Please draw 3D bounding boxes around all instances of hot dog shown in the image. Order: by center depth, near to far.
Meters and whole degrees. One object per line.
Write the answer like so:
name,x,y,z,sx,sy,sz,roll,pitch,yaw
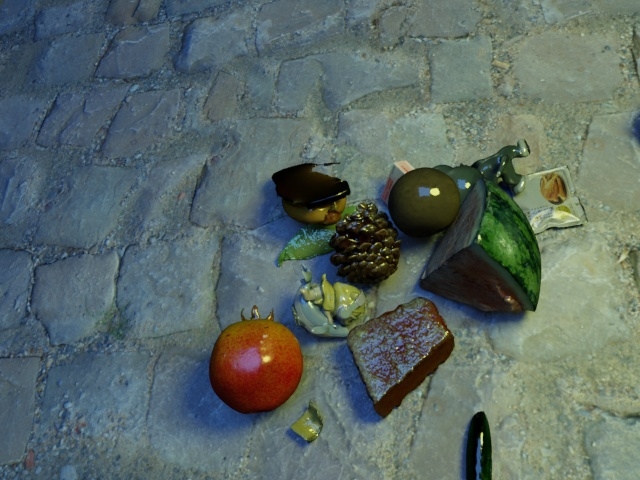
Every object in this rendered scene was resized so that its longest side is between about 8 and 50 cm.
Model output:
hot dog,-0.014,-0.116,1.377,0.194,0.107,0.326,-19,27,-1

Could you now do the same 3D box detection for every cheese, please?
cheese,-0.022,0.413,1.184,0.060,0.041,0.084,27,86,34

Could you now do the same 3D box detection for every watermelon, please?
watermelon,0.380,0.019,1.183,0.250,0.283,0.293,-45,21,-23

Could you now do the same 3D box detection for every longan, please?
longan,0.242,-0.087,1.213,0.168,0.187,0.167,5,49,-6

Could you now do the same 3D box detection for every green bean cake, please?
green bean cake,0.190,0.255,1.167,0.233,0.097,0.198,-29,58,1

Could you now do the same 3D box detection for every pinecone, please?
pinecone,0.110,0.005,1.264,0.179,0.184,0.204,3,67,-16

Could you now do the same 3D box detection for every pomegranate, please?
pomegranate,-0.152,0.272,1.203,0.221,0.221,0.256,-14,53,10

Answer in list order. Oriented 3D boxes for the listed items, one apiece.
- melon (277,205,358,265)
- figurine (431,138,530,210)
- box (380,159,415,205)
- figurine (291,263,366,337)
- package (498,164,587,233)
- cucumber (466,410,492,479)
melon,-0.001,0.000,1.399,0.262,0.053,0.114,-27,77,6
figurine,0.406,-0.141,1.281,0.265,0.140,0.193,-33,72,29
box,0.214,-0.134,1.344,0.043,0.125,0.089,-18,52,-30
figurine,0.014,0.148,1.247,0.184,0.128,0.208,-29,100,1
package,0.549,-0.097,1.278,0.173,0.027,0.171,-13,63,13
cucumber,0.322,0.486,1.035,0.056,0.056,0.284,-2,58,16
